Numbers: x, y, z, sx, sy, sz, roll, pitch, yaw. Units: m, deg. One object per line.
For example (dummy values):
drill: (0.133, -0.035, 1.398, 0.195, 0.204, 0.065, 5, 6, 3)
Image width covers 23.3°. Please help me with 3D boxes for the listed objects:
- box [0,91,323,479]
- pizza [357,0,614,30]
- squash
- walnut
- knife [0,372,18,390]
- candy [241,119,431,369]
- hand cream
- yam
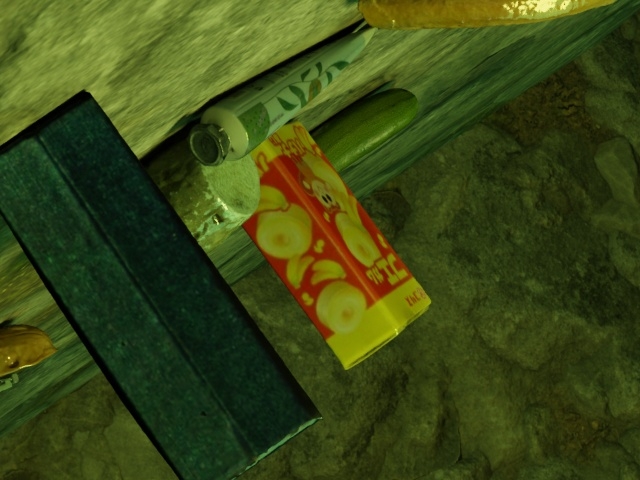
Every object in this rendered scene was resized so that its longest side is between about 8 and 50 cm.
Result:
box: (-0.126, 0.049, 1.174, 0.116, 0.279, 0.261, -34, 176, -4)
pizza: (0.167, -0.233, 1.405, 0.271, 0.056, 0.134, -5, -147, 0)
squash: (0.025, -0.127, 2.031, 0.252, 0.066, 0.066, -35, 177, -19)
walnut: (-0.366, 0.127, 1.784, 0.121, 0.052, 0.091, -21, -176, -23)
knife: (-0.478, 0.217, 1.869, 0.278, 0.053, 0.123, -32, 168, 38)
candy: (0.000, 0.000, 1.764, 0.088, 0.276, 0.146, -38, 178, 20)
hand cream: (-0.033, -0.144, 1.458, 0.088, 0.055, 0.256, -39, -178, 46)
yam: (-0.148, -0.020, 1.461, 0.194, 0.107, 0.107, -37, 176, 15)
